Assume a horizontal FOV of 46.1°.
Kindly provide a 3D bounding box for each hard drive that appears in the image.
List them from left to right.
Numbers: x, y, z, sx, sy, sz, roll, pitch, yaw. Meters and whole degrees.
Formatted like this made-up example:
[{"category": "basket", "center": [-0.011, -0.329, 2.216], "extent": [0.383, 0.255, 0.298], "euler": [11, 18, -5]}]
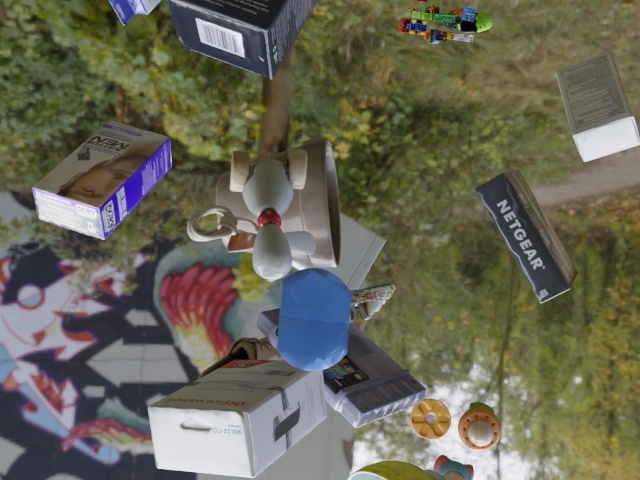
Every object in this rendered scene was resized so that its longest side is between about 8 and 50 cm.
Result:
[{"category": "hard drive", "center": [0.000, 0.000, 2.347], "extent": [0.353, 0.233, 0.047], "euler": [31, 155, 3]}]

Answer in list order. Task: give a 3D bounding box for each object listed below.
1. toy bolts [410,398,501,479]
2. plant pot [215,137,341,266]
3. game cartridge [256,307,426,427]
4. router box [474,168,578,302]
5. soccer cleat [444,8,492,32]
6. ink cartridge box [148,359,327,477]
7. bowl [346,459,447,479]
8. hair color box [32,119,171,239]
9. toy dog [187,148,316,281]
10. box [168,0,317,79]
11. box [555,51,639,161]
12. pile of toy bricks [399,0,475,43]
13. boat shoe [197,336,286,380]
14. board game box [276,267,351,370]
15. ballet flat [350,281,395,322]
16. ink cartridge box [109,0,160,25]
[{"category": "toy bolts", "center": [0.311, 0.500, 1.807], "extent": [0.218, 0.228, 0.158], "euler": [12, 180, 11]}, {"category": "plant pot", "center": [-0.102, -0.083, 1.866], "extent": [0.280, 0.323, 0.323], "euler": [-4, 177, 5]}, {"category": "game cartridge", "center": [0.042, 0.261, 1.691], "extent": [0.230, 0.068, 0.355], "euler": [-2, -146, -48]}, {"category": "router box", "center": [0.505, -0.019, 1.821], "extent": [0.081, 0.309, 0.243], "euler": [-31, 174, 23]}, {"category": "soccer cleat", "center": [0.387, -0.592, 2.039], "extent": [0.072, 0.060, 0.179], "euler": [-28, -152, -24]}, {"category": "ink cartridge box", "center": [-0.136, 0.299, 1.307], "extent": [0.197, 0.114, 0.273], "euler": [-3, -174, 26]}, {"category": "bowl", "center": [0.204, 0.581, 1.612], "extent": [0.156, 0.289, 0.289], "euler": [-26, -163, -35]}, {"category": "hair color box", "center": [-0.536, -0.161, 1.884], "extent": [0.185, 0.110, 0.339], "euler": [16, -137, 12]}, {"category": "toy dog", "center": [-0.109, -0.040, 1.476], "extent": [0.220, 0.334, 0.161], "euler": [15, 137, 9]}, {"category": "box", "center": [-0.185, -0.691, 2.058], "extent": [0.293, 0.395, 0.212], "euler": [22, 158, 10]}, {"category": "box", "center": [0.716, -0.345, 1.943], "extent": [0.148, 0.232, 0.127], "euler": [-17, 144, 23]}, {"category": "pile of toy bricks", "center": [0.256, -0.522, 1.751], "extent": [0.212, 0.118, 0.105], "euler": [-3, -160, -33]}, {"category": "boat shoe", "center": [-0.153, 0.280, 1.723], "extent": [0.121, 0.110, 0.341], "euler": [9, -154, 29]}, {"category": "board game box", "center": [-0.016, 0.131, 1.247], "extent": [0.133, 0.169, 0.033], "euler": [9, 171, -30]}, {"category": "ballet flat", "center": [0.076, 0.152, 1.743], "extent": [0.241, 0.077, 0.091], "euler": [-7, 161, -29]}, {"category": "ink cartridge box", "center": [-0.469, -0.703, 1.938], "extent": [0.045, 0.224, 0.223], "euler": [25, 158, 26]}]
